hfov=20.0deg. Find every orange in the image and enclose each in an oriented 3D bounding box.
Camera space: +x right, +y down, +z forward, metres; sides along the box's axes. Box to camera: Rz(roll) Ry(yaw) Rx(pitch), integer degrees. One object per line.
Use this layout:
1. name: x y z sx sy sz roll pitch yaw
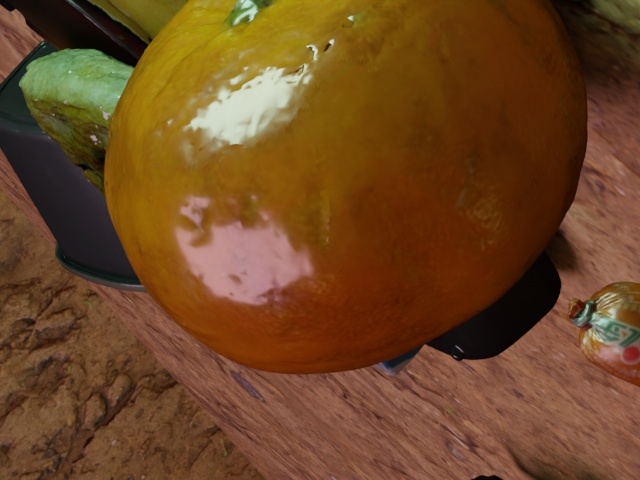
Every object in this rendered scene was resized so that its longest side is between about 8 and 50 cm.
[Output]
1. orange: 0.015 -0.052 1.030 0.226 0.284 0.284 54 165 -20

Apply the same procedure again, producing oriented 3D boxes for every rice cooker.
1. rice cooker: 0.089 0.012 1.402 0.203 0.118 0.142 25 159 44

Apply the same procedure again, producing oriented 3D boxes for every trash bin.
1. trash bin: -0.209 -0.066 1.923 0.209 0.182 0.290 13 145 40

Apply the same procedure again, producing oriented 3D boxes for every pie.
1. pie: -0.116 -0.038 1.513 0.323 0.070 0.323 36 163 13

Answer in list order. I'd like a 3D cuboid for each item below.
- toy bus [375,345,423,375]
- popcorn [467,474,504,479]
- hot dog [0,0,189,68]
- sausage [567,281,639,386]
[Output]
1. toy bus: 0.000 0.000 1.685 0.131 0.106 0.297 29 163 41
2. popcorn: 0.234 0.402 1.924 0.349 0.349 0.382 58 -173 -48
3. hot dog: -0.143 -0.177 1.525 0.326 0.107 0.194 44 164 -17
4. sausage: 0.279 0.091 0.949 0.347 0.053 0.053 20 175 -18
